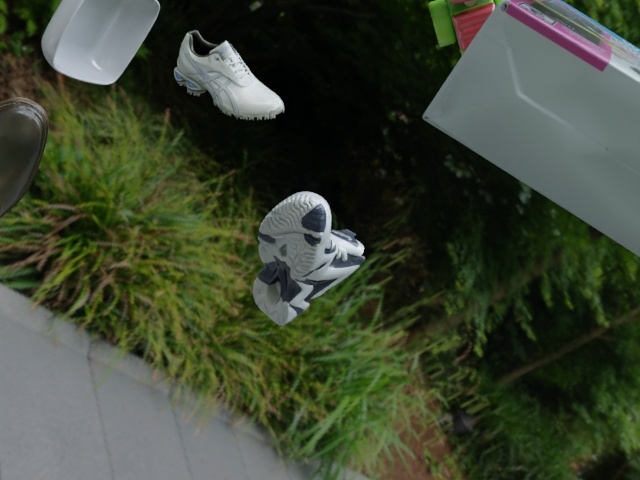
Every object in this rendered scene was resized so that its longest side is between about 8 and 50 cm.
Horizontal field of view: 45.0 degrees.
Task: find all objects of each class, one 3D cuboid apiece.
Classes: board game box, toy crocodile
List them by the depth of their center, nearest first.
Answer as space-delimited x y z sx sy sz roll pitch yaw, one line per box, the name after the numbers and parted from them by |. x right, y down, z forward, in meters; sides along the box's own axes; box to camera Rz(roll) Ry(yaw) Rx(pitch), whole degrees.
0.227 -0.095 0.600 0.224 0.098 0.303 35 25 7 | board game box
0.197 -0.349 1.029 0.105 0.115 0.341 -92 166 -45 | toy crocodile

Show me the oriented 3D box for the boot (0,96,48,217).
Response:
-0.323 -0.028 0.706 0.082 0.219 0.106 33 22 -29 | boot

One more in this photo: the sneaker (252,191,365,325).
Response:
0.000 0.000 1.020 0.094 0.153 0.235 36 -40 23 | sneaker

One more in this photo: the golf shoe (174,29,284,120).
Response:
-0.127 -0.229 1.069 0.176 0.086 0.069 27 44 14 | golf shoe

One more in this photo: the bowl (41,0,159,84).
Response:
-0.289 -0.277 0.992 0.053 0.142 0.142 39 13 15 | bowl
